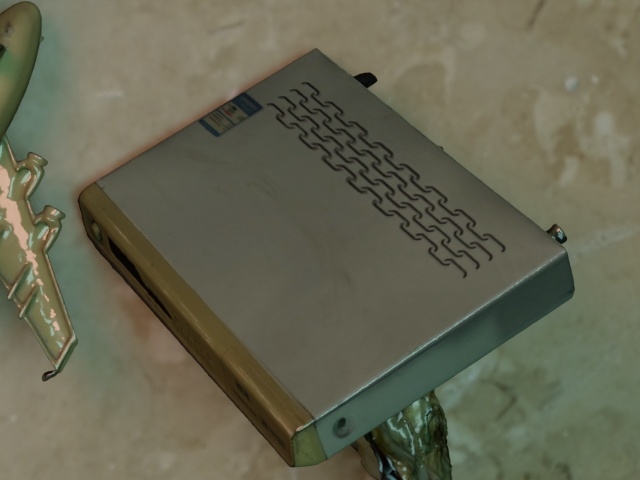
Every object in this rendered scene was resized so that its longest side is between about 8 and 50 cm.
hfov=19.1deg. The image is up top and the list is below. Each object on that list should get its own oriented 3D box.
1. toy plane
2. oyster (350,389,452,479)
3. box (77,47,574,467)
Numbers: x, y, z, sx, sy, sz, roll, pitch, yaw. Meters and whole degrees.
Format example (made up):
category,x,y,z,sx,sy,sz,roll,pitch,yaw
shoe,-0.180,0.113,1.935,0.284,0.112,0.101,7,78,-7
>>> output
category,x,y,z,sx,sy,sz,roll,pitch,yaw
toy plane,-0.232,-0.028,1.115,0.242,0.104,0.256,29,91,-4
oyster,0.033,0.101,1.180,0.092,0.198,0.260,-29,64,-7
box,0.000,0.000,1.117,0.211,0.270,0.045,-33,134,-16
